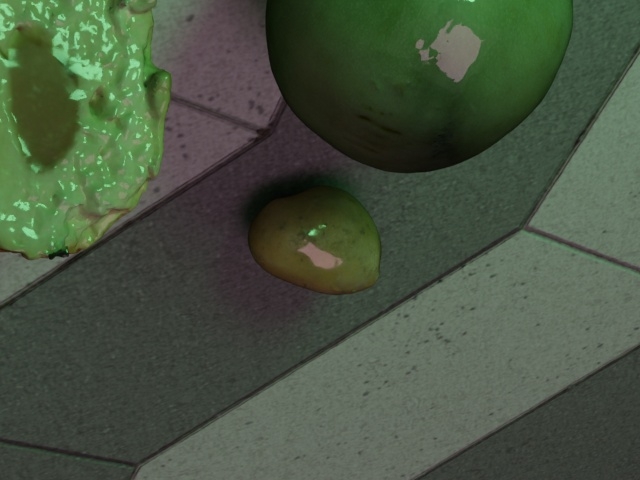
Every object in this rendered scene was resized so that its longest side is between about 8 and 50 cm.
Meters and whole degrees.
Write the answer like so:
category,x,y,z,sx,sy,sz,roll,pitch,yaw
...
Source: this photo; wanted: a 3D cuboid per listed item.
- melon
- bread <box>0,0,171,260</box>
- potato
category,x,y,z,sx,sy,sz,roll,pitch,yaw
melon,0.082,-0.185,1.502,0.271,0.272,0.308,-27,161,3
bread,-0.220,-0.098,1.471,0.183,0.211,0.224,-1,144,-19
potato,-0.002,0.000,1.819,0.147,0.112,0.112,13,130,-31
